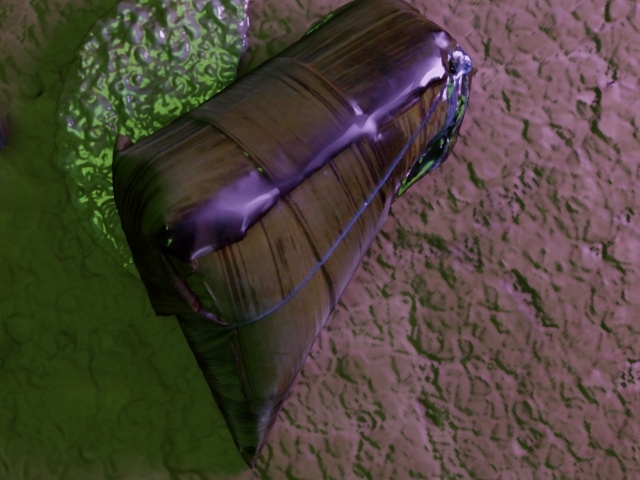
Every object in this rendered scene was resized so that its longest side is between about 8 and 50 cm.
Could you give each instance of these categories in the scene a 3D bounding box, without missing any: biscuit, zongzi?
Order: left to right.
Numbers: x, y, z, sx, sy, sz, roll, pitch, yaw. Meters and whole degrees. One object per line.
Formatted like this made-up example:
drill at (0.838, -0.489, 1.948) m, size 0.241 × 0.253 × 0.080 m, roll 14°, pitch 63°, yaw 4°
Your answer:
biscuit at (-0.134, -0.090, 1.451) m, size 0.133 × 0.032 × 0.250 m, roll 12°, pitch 95°, yaw 3°
zongzi at (0.000, 0.000, 1.424) m, size 0.286 × 0.138 × 0.300 m, roll -34°, pitch 130°, yaw -21°

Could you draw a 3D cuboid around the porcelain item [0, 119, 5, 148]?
porcelain item at (-0.342, -0.064, 1.445) m, size 0.215 × 0.069 × 0.081 m, roll -16°, pitch 80°, yaw 5°
